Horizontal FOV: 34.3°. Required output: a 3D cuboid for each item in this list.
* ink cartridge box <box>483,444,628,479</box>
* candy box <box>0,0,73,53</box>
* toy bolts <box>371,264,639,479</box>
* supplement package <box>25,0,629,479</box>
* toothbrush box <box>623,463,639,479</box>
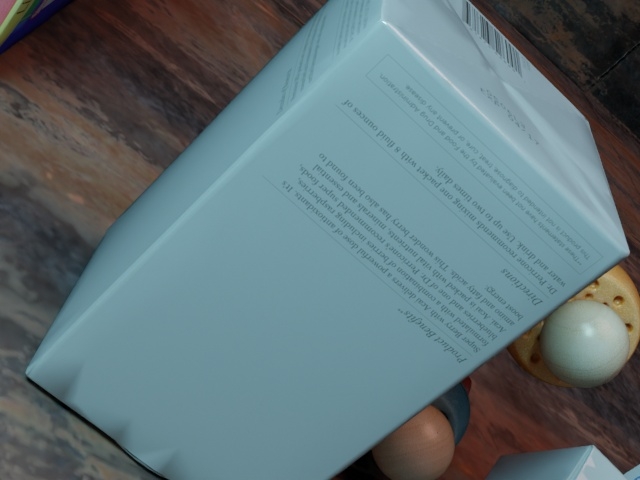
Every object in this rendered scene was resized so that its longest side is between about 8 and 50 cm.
[{"bbox_3d":[0.211,0.243,0.793,0.175,0.127,0.072,45,63,-7],"label":"ink cartridge box"},{"bbox_3d":[-0.181,-0.303,0.794,0.122,0.268,0.317,40,26,-10],"label":"candy box"},{"bbox_3d":[0.096,0.066,0.763,0.218,0.228,0.158,39,16,-8],"label":"toy bolts"},{"bbox_3d":[0.000,0.000,0.614,0.177,0.293,0.175,41,26,-17],"label":"supplement package"},{"bbox_3d":[0.401,0.312,0.916,0.126,0.216,0.296,31,28,-35],"label":"toothbrush box"}]
